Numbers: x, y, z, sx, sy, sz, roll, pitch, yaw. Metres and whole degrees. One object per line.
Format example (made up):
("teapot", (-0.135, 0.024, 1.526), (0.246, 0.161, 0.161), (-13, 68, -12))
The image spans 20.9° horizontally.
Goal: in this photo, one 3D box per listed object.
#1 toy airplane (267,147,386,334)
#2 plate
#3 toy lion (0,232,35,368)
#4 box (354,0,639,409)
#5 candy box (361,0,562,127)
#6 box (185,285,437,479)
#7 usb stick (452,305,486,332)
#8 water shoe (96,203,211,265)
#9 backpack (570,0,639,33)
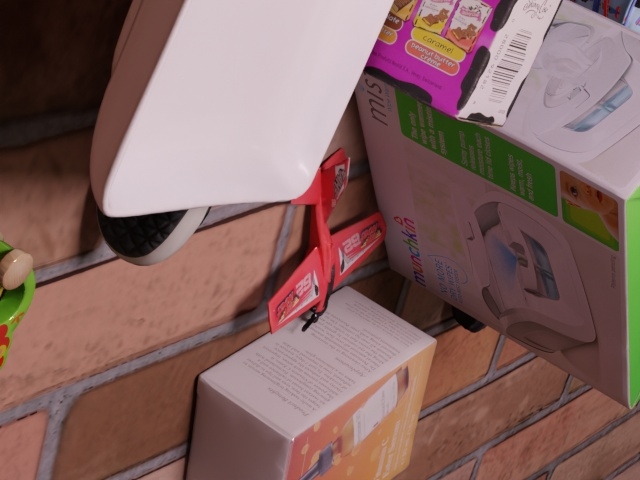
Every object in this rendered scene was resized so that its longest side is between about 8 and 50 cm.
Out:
("toy airplane", (0.000, 0.000, 1.224), (0.151, 0.028, 0.151), (-46, 151, -36))
("plate", (-0.016, -0.149, 0.863), (0.278, 0.045, 0.277), (-67, 164, 11))
("toy lion", (-0.195, 0.054, 0.961), (0.100, 0.034, 0.096), (-49, 158, -18))
("box", (0.157, -0.044, 1.221), (0.127, 0.231, 0.262), (-47, 151, -22))
("candy box", (0.080, -0.205, 1.015), (0.071, 0.159, 0.233), (1, 117, -60))
("box", (-0.008, 0.135, 1.278), (0.170, 0.091, 0.130), (-30, 141, -43))
("usb stick", (0.209, 0.007, 1.557), (0.278, 0.045, 0.077), (-27, 138, -46))
("water shoe", (-0.060, -0.076, 1.004), (0.080, 0.073, 0.203), (-2, 119, -61))
("backpack", (0.252, -0.201, 1.345), (0.173, 0.117, 0.158), (0, 117, -59))
